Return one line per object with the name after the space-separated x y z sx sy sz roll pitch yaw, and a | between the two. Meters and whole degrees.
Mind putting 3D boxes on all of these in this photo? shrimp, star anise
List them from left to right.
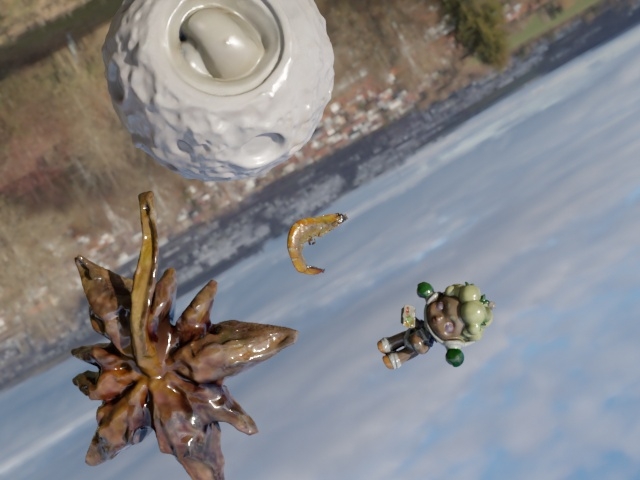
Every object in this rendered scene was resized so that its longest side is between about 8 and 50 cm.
-0.192 0.141 1.167 0.350 0.292 0.109 -62 -176 12 | star anise
0.000 0.000 1.478 0.127 0.091 0.025 -29 -160 -33 | shrimp

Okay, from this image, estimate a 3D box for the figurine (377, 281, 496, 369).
0.177 0.134 1.513 0.197 0.147 0.093 -27 156 11 | figurine

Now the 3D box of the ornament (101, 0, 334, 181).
-0.147 -0.251 1.435 0.337 0.337 0.337 -30 -178 1 | ornament
